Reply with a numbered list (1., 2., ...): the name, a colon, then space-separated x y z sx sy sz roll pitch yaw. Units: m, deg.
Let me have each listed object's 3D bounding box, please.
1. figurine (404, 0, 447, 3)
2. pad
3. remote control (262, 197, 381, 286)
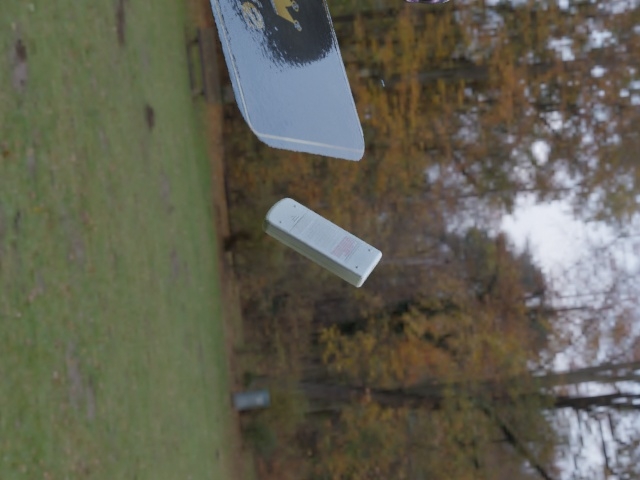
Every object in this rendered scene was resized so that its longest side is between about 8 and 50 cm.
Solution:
1. figurine: 0.092 -0.350 1.145 0.222 0.145 0.145 39 38 -58
2. pad: -0.046 -0.267 0.974 0.315 0.063 0.375 -2 73 -61
3. remote control: 0.000 0.000 1.654 0.087 0.190 0.029 -52 169 -50
